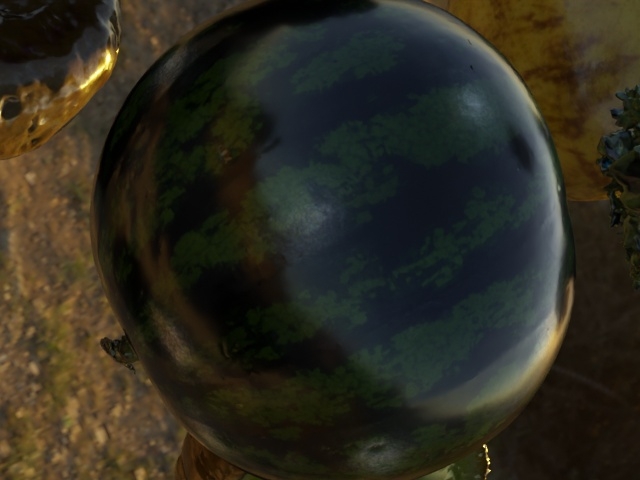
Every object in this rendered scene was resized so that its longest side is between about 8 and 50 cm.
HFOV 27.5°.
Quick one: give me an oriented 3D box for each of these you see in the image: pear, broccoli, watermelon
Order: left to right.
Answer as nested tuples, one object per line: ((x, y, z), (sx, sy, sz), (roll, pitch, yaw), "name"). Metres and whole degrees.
((0.005, -0.002, 0.688), (0.269, 0.269, 0.269), (31, 46, -38), "watermelon")
((0.234, -0.178, 1.159), (0.280, 0.280, 0.281), (31, 46, -38), "pear")
((0.238, -0.040, 0.851), (0.154, 0.167, 0.160), (49, 32, 16), "broccoli")

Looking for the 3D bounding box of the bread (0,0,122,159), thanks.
((-0.240, -0.144, 0.832), (0.230, 0.123, 0.230), (17, 49, -21), "bread")

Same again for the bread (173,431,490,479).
((0.007, 0.167, 0.926), (0.236, 0.236, 0.070), (29, 24, -39), "bread")
